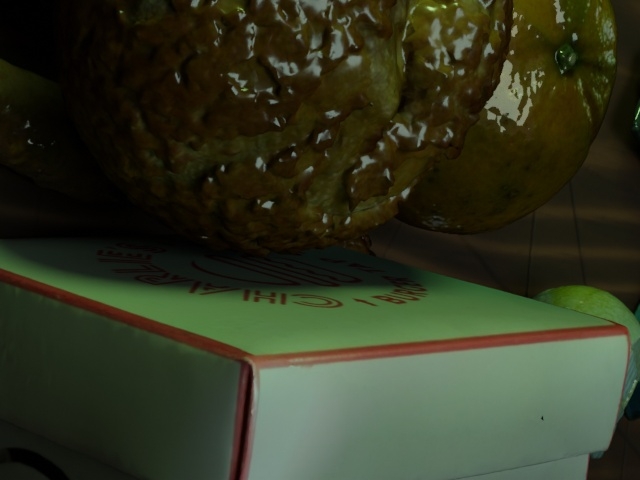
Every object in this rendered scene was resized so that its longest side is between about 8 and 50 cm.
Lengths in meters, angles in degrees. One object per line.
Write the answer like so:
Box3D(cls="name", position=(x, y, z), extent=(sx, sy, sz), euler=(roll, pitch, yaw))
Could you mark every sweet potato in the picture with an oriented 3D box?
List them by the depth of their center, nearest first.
Box3D(cls="sweet potato", position=(-0.159, -0.060, 1.104), extent=(0.066, 0.072, 0.314), euler=(-46, 141, 21))

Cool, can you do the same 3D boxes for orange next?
Box3D(cls="orange", position=(0.109, -0.122, 1.296), extent=(0.240, 0.171, 0.240), euler=(-11, 106, -44))

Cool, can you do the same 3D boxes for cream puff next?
Box3D(cls="cream puff", position=(-0.006, -0.124, 1.054), extent=(0.303, 0.212, 0.303), euler=(-29, 129, -42))

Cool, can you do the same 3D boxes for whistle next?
Box3D(cls="whistle", position=(0.204, 0.111, 1.501), extent=(0.123, 0.123, 0.223), euler=(-59, 154, -21))

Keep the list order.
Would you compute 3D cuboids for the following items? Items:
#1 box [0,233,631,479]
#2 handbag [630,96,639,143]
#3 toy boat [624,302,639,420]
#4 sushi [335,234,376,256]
Box3D(cls="box", position=(-0.051, 0.164, 1.076), extent=(0.312, 0.314, 0.300), euler=(-2, 102, -46))
Box3D(cls="handbag", position=(0.384, -0.136, 1.646), extent=(0.260, 0.079, 0.248), euler=(41, 67, -41))
Box3D(cls="toy boat", position=(0.323, 0.082, 1.619), extent=(0.077, 0.075, 0.185), euler=(50, 58, -35))
Box3D(cls="sushi", position=(0.000, 0.000, 1.289), extent=(0.120, 0.052, 0.055), euler=(51, 62, -38))
